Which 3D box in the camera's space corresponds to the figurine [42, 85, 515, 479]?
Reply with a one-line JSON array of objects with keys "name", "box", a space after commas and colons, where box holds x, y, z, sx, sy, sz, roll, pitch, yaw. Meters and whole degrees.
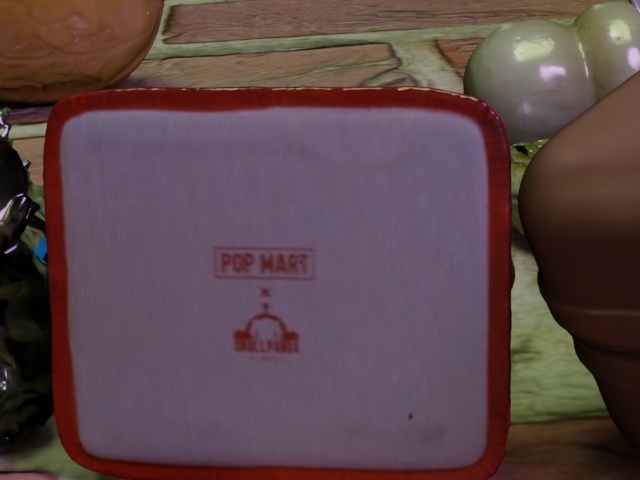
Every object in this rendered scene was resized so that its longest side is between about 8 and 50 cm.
[{"name": "figurine", "box": [0.000, 0.000, 0.745, 0.183, 0.160, 0.226, 1, 11, 9]}]

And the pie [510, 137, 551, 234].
[{"name": "pie", "box": [0.188, -0.031, 0.948, 0.187, 0.041, 0.187, -3, 18, 1]}]

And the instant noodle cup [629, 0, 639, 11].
[{"name": "instant noodle cup", "box": [0.349, -0.231, 1.313, 0.153, 0.205, 0.205, -28, 29, -32]}]

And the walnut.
[{"name": "walnut", "box": [-0.223, -0.188, 1.314, 0.197, 0.165, 0.165, 3, 17, -7]}]

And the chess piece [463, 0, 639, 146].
[{"name": "chess piece", "box": [0.214, -0.107, 1.073, 0.243, 0.133, 0.133, -11, 18, -1]}]

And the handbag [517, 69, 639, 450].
[{"name": "handbag", "box": [0.257, -0.030, 0.616, 0.302, 0.149, 0.283, -34, 19, -26]}]

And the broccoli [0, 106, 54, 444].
[{"name": "broccoli", "box": [-0.156, -0.004, 0.695, 0.154, 0.167, 0.160, 23, -21, -25]}]
